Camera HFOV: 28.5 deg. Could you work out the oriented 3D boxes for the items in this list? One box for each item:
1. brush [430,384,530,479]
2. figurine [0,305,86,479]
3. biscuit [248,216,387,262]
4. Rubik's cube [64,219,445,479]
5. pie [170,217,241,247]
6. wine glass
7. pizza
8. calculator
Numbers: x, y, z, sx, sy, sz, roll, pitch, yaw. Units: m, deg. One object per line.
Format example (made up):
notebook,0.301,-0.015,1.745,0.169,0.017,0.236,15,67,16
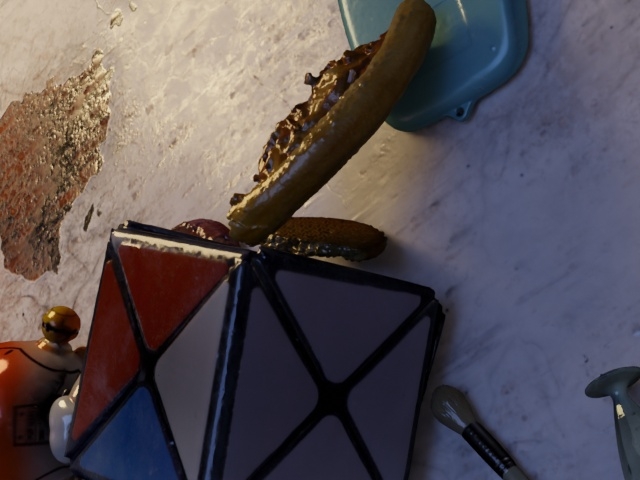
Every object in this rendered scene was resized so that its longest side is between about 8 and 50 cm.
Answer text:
brush,0.215,0.265,1.378,0.299,0.039,0.042,48,115,34
figurine,-0.409,0.255,1.809,0.323,0.196,0.320,-2,88,34
biscuit,0.001,-0.003,1.567,0.206,0.126,0.025,10,108,35
Rubik's cube,-0.078,0.158,1.465,0.305,0.310,0.307,6,84,50
pie,-0.183,0.076,1.751,0.204,0.054,0.218,38,105,40
wine glass,0.326,0.209,1.270,0.073,0.073,0.155,-38,54,28
pizza,0.009,-0.146,1.508,0.365,0.074,0.182,-48,28,-1
calculator,0.129,-0.320,1.582,0.256,0.054,0.386,-28,67,33
